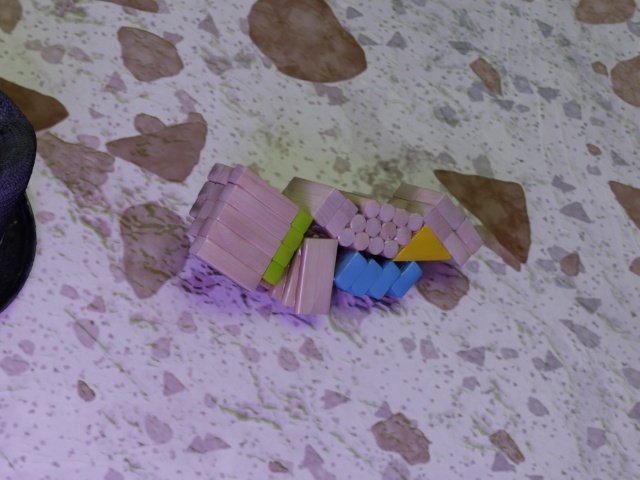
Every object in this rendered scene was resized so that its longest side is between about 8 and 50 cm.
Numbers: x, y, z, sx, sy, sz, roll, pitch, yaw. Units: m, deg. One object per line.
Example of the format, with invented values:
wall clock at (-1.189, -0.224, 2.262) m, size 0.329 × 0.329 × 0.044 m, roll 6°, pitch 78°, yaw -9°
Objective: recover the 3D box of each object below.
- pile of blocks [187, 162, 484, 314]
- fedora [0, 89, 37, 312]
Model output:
pile of blocks at (0.000, 0.000, 2.103) m, size 0.362 × 0.149 × 0.112 m, roll 6°, pitch 7°, yaw -33°
fedora at (-0.387, -0.069, 1.870) m, size 0.334 × 0.152 × 0.334 m, roll 28°, pitch 37°, yaw -24°
